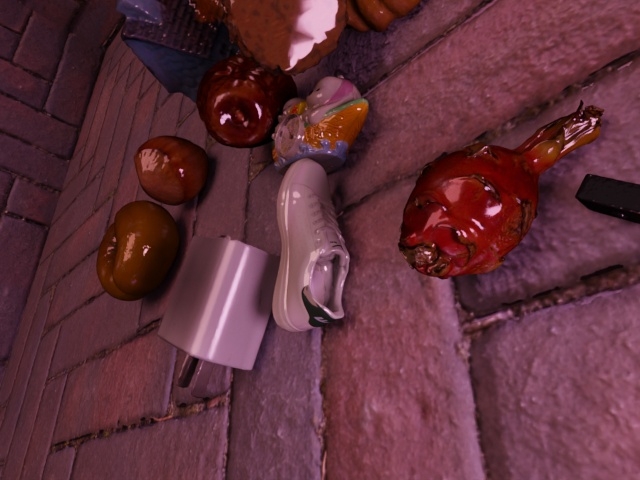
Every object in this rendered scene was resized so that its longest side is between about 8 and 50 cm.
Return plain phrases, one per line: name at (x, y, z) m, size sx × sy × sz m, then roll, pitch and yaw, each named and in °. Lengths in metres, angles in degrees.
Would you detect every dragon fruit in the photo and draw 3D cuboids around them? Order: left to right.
dragon fruit at (0.184, -0.055, 0.506) m, size 0.246 × 0.125 × 0.125 m, roll -41°, pitch 27°, yaw 8°

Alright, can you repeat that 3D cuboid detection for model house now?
model house at (-0.266, -0.541, 1.149) m, size 0.298 × 0.339 × 0.359 m, roll -15°, pitch 59°, yaw 49°

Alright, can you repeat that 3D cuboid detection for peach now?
peach at (-0.444, 0.027, 1.201) m, size 0.251 × 0.153 × 0.251 m, roll -38°, pitch 38°, yaw 39°

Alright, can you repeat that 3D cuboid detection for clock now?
clock at (-0.007, -0.187, 0.819) m, size 0.231 × 0.103 × 0.144 m, roll -10°, pitch 71°, yaw 49°

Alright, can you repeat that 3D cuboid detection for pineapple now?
pineapple at (-0.067, -0.406, 0.886) m, size 0.202 × 0.202 × 0.362 m, roll -54°, pitch 18°, yaw 15°

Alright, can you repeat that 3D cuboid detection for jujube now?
jujube at (-0.138, -0.254, 0.924) m, size 0.190 × 0.190 × 0.255 m, roll -52°, pitch 14°, yaw 17°

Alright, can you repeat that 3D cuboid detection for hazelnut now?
hazelnut at (-0.361, -0.177, 1.199) m, size 0.182 × 0.182 × 0.182 m, roll -28°, pitch 50°, yaw 39°

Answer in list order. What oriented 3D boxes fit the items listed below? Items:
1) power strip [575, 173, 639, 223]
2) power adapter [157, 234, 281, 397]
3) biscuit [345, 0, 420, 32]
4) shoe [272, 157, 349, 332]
power strip at (0.279, -0.029, 0.429) m, size 0.111 × 0.038 × 0.029 m, roll 32°, pitch 97°, yaw 55°
power adapter at (-0.174, 0.128, 0.829) m, size 0.187 × 0.124 × 0.255 m, roll 4°, pitch 74°, yaw 53°
biscuit at (0.123, -0.519, 0.856) m, size 0.326 × 0.107 × 0.325 m, roll -28°, pitch 48°, yaw 36°
shoe at (0.000, 0.000, 0.716) m, size 0.110 × 0.095 × 0.264 m, roll -10°, pitch 71°, yaw 48°
